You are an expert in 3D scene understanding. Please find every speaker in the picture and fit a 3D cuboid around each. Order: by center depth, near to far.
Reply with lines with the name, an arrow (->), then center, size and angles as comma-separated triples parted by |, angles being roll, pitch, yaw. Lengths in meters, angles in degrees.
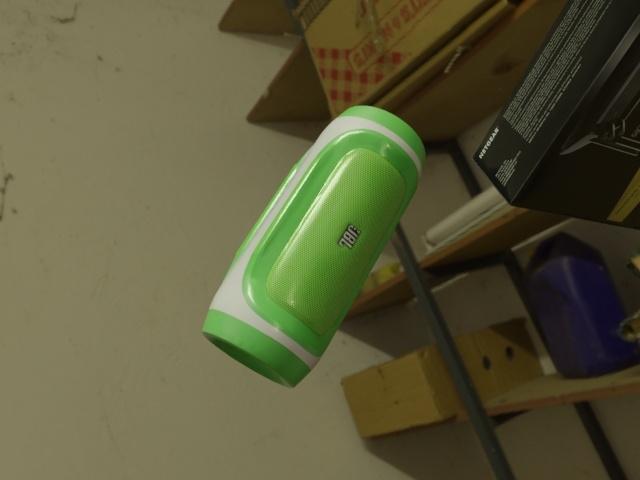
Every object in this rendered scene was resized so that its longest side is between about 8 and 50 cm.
speaker -> 0.000, 0.000, 0.653 | 0.296, 0.131, 0.131 | -59, -7, -19

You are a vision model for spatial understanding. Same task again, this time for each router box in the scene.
router box -> 0.315, -0.153, 0.523 | 0.243, 0.081, 0.308 | 8, -53, -26
